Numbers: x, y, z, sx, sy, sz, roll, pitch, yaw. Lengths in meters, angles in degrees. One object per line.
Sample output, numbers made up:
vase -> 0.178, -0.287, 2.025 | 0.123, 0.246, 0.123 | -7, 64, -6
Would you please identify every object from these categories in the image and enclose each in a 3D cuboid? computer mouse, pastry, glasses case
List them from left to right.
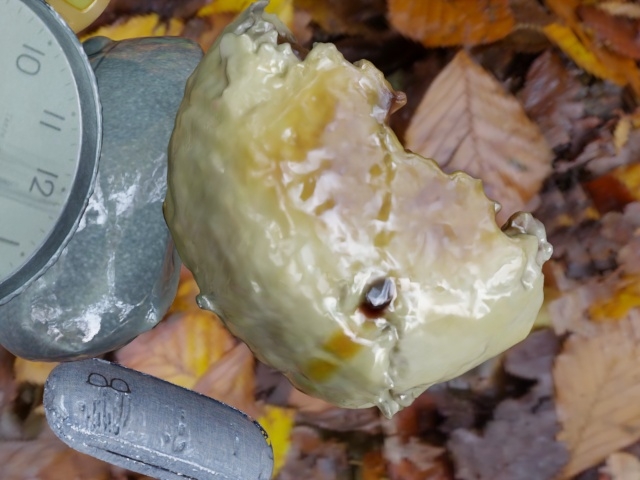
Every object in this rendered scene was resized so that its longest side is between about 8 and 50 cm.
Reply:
computer mouse -> -0.186, -0.070, 1.065 | 0.203, 0.114, 0.374 | -13, 45, 10
glasses case -> -0.175, 0.209, 1.468 | 0.282, 0.067, 0.109 | 23, 40, -25
pastry -> -0.006, -0.005, 0.822 | 0.170, 0.237, 0.256 | -43, 97, -13

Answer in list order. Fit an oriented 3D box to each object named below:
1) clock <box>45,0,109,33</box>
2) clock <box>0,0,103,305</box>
clock -> -0.187, -0.327, 1.047 | 0.317, 0.244, 0.200 | -43, 72, 4
clock -> -0.220, -0.055, 0.764 | 0.215, 0.042, 0.215 | -18, 116, -42
